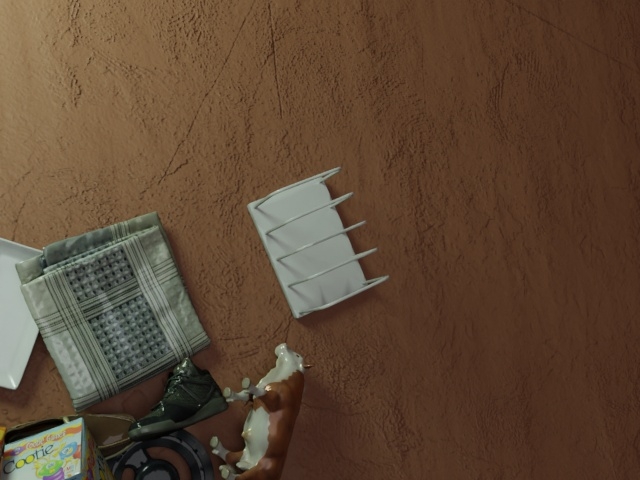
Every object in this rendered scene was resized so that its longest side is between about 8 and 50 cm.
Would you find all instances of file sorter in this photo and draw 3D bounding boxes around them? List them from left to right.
[{"bbox_3d":[0.000,0.000,1.653,0.192,0.173,0.278,-23,89,-24],"label":"file sorter"}]

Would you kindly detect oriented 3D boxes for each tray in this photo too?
[{"bbox_3d":[-0.612,0.139,1.465,0.145,0.030,0.270,20,74,-18],"label":"tray"}]

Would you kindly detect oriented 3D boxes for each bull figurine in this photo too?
[{"bbox_3d":[-0.115,0.363,1.561,0.188,0.101,0.310,18,78,-42],"label":"bull figurine"}]

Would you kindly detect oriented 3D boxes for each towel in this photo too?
[{"bbox_3d":[-0.407,0.130,1.515,0.312,0.056,0.324,-24,93,-28],"label":"towel"}]

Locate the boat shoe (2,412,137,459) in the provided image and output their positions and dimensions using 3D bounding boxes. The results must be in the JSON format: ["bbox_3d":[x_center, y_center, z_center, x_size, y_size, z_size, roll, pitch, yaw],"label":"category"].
[{"bbox_3d":[-0.470,0.372,1.426,0.257,0.095,0.095,-7,62,-20],"label":"boat shoe"}]

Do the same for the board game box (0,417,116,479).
[{"bbox_3d":[-0.428,0.474,1.314,0.144,0.142,0.275,-19,119,-6],"label":"board game box"}]

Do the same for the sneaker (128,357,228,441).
[{"bbox_3d":[-0.297,0.316,1.506,0.227,0.087,0.130,-16,76,-45],"label":"sneaker"}]

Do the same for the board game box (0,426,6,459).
[{"bbox_3d":[-0.706,0.495,1.109,0.356,0.356,0.356,12,105,-15],"label":"board game box"}]

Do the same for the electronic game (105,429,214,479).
[{"bbox_3d":[-0.325,0.482,1.505,0.229,0.048,0.229,5,73,-15],"label":"electronic game"}]
